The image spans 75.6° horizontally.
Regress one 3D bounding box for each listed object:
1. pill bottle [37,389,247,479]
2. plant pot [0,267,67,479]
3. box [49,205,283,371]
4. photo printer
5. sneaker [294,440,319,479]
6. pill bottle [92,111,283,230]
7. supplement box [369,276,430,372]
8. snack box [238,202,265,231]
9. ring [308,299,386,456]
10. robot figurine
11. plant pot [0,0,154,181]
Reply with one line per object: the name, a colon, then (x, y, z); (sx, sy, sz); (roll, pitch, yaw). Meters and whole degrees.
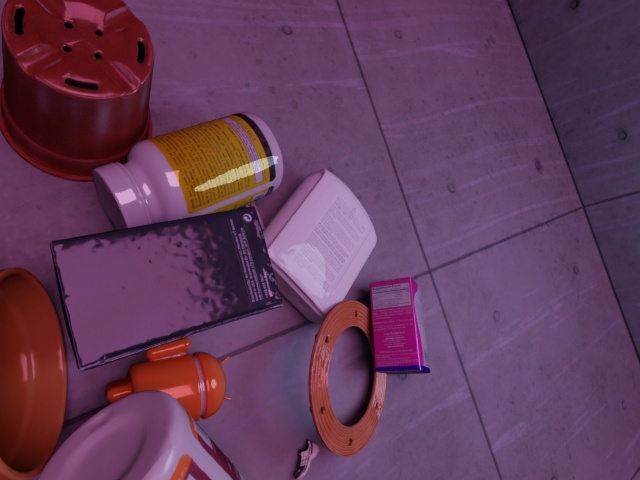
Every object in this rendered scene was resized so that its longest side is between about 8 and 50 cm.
pill bottle: (-0.216, 0.441, 0.635); (0.224, 0.224, 0.392); (-43, 123, -31)
plant pot: (-0.508, 0.196, 0.565); (0.203, 0.291, 0.291); (-9, 82, -15)
box: (-0.271, 0.079, 0.705); (0.294, 0.296, 0.183); (-15, 86, -33)
photo printer: (0.000, 0.000, 0.983); (0.256, 0.107, 0.308); (49, 58, -26)
sneaker: (-0.038, 0.481, 0.907); (0.037, 0.032, 0.083); (39, 55, -1)
pill bottle: (-0.256, -0.129, 0.831); (0.334, 0.188, 0.188); (-29, 93, -33)
supplement box: (0.196, 0.214, 1.025); (0.111, 0.113, 0.220); (38, 47, -57)
snack box: (-0.158, -0.014, 0.959); (0.064, 0.022, 0.178); (-23, 90, -35)
ring: (0.066, 0.307, 0.945); (0.336, 0.032, 0.337); (13, 74, -54)
robot figurine: (-0.271, 0.279, 0.757); (0.219, 0.128, 0.158); (-4, 47, -31)
plant pot: (-0.419, -0.277, 0.725); (0.272, 0.265, 0.273); (8, 73, -29)
